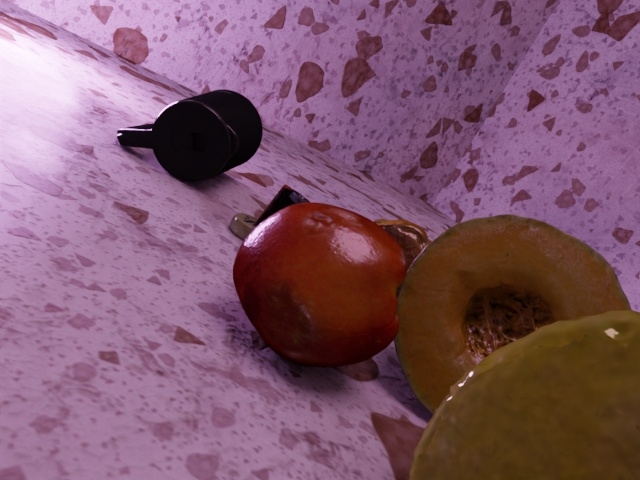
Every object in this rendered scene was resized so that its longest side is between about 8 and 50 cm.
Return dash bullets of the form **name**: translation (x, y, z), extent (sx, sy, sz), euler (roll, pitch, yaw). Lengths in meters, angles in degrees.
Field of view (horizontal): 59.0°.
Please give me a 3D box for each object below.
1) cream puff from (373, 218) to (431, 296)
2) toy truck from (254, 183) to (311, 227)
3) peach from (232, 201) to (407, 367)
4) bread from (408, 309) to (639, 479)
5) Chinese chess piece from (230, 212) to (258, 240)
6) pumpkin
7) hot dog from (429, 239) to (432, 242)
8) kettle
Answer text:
- **cream puff**: translation (0.162, 0.039, 1.257), extent (0.189, 0.189, 0.129), euler (34, 10, 16)
- **toy truck**: translation (0.000, 0.000, 1.113), extent (0.252, 0.107, 0.114), euler (37, 10, -10)
- **peach**: translation (-0.004, 0.064, 0.772), extent (0.243, 0.199, 0.243), euler (3, 49, -3)
- **bread**: translation (0.254, 0.218, 0.482), extent (0.348, 0.348, 0.308), euler (33, 8, 12)
- **Chinese chess piece**: translation (-0.140, -0.024, 1.128), extent (0.084, 0.034, 0.084), euler (27, 15, -8)
- **pumpkin**: translation (0.283, 0.134, 0.885), extent (0.332, 0.332, 0.199), euler (33, -1, 12)
- **hot dog**: translation (0.326, 0.107, 1.454), extent (0.349, 0.117, 0.158), euler (35, 18, 11)
- **kettle**: translation (-0.292, -0.267, 1.344), extent (0.262, 0.203, 0.308), euler (31, 17, -4)
